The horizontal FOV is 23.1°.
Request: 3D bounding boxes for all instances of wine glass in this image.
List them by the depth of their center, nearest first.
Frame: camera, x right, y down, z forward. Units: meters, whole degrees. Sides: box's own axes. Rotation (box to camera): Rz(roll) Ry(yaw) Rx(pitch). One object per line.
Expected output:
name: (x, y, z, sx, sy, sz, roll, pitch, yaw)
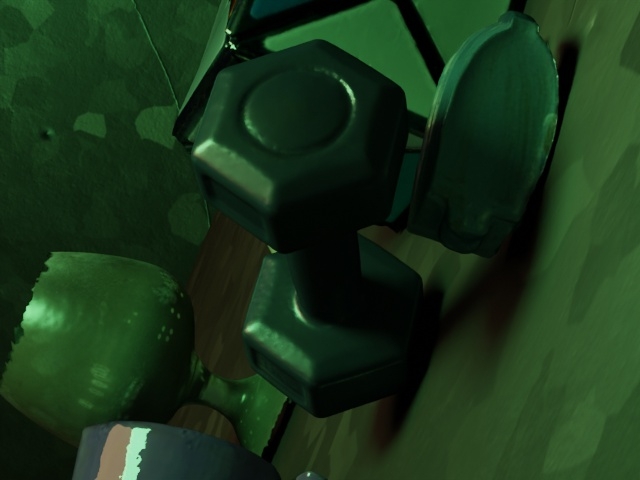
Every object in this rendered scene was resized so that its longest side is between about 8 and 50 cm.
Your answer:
wine glass: (-0.197, 0.149, 1.791, 0.238, 0.323, 0.238, -157, 90, -83)

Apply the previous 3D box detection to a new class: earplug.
earplug: (-0.188, 0.417, 1.525, 0.215, 0.215, 0.456, 129, 157, -63)

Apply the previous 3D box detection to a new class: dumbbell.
dumbbell: (0.000, 0.000, 1.200, 0.325, 0.144, 0.160, 78, -160, -54)

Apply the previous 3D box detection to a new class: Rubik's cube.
Rubik's cube: (0.028, -0.188, 1.468, 0.248, 0.246, 0.250, 132, 158, -68)

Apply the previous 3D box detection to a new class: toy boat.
toy boat: (0.120, -0.078, 1.180, 0.102, 0.088, 0.215, 125, 163, -70)

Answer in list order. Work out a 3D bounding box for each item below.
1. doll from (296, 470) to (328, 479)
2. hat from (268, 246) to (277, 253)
doll: (-0.030, 0.262, 1.366, 0.206, 0.067, 0.110, 106, -171, -59)
hat: (-0.019, -0.115, 1.836, 0.258, 0.168, 0.301, -77, 13, -48)
